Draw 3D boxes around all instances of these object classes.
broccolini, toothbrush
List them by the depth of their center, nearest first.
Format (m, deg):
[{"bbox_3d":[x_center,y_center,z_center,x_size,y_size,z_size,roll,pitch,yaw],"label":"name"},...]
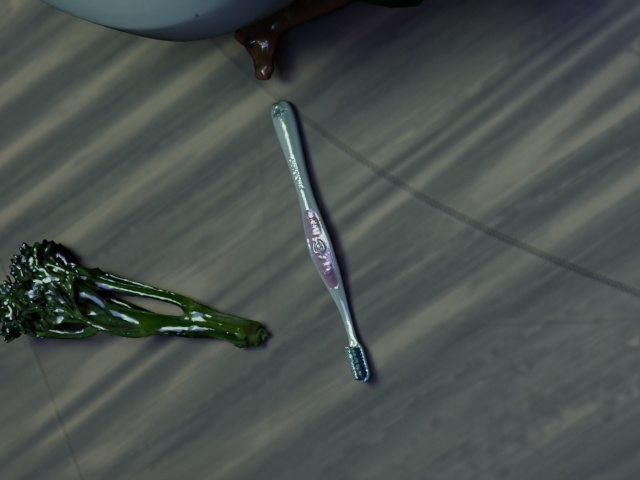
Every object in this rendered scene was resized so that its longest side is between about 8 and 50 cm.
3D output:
[{"bbox_3d":[0.000,0.000,1.202,0.017,0.022,0.204,-20,78,16],"label":"toothbrush"},{"bbox_3d":[-0.137,0.046,1.231,0.201,0.058,0.074,8,98,22],"label":"broccolini"}]

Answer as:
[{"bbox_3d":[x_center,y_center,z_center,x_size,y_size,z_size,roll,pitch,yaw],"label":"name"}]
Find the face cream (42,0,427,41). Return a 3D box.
[{"bbox_3d":[-0.076,-0.277,1.065,0.357,0.219,0.312,20,96,34],"label":"face cream"}]

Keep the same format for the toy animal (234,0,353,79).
[{"bbox_3d":[0.060,-0.193,1.159,0.230,0.066,0.224,19,90,33],"label":"toy animal"}]
